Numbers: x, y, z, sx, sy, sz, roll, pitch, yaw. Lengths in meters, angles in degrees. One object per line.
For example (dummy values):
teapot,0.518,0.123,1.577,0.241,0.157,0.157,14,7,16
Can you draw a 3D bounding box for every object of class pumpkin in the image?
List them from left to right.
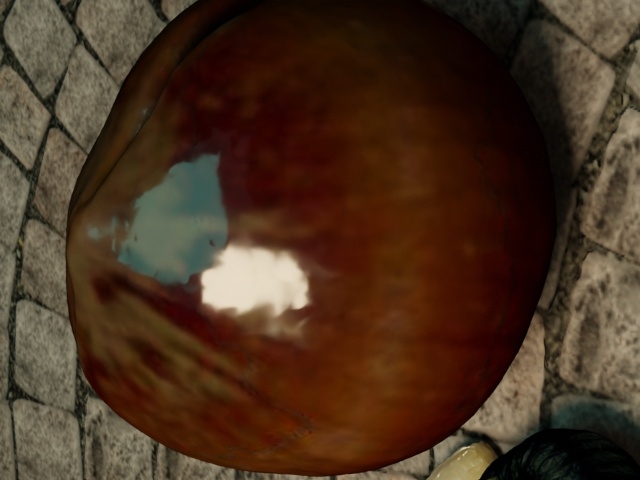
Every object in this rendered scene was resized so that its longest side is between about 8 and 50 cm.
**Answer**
pumpkin,0.194,0.248,1.387,0.194,0.150,0.194,175,90,-73

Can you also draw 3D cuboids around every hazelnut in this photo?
hazelnut,0.000,0.000,1.406,0.402,0.402,0.429,40,119,34

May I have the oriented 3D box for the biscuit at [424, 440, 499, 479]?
biscuit,0.124,0.305,1.555,0.188,0.040,0.265,14,108,42
